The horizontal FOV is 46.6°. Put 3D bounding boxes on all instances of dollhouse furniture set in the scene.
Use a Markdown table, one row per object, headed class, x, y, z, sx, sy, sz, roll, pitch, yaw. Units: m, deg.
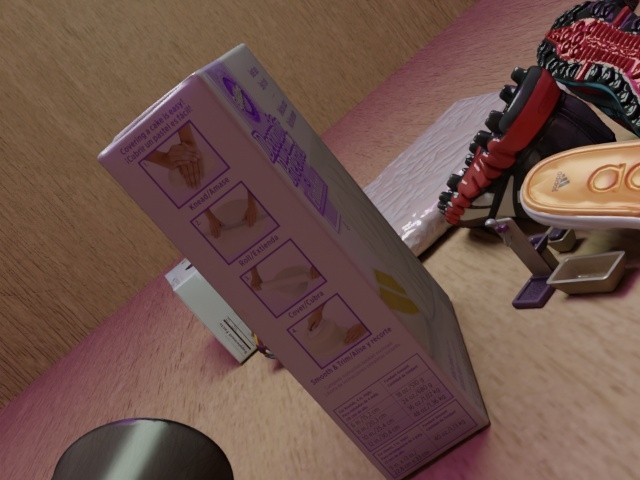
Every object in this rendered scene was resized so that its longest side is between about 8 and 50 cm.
| class | x | y | z | sx | sy | sz | roll | pitch | yaw |
| --- | --- | --- | --- | --- | --- | --- | --- | --- | --- |
| dollhouse furniture set | 0.198 | -0.005 | 0.617 | 0.091 | 0.081 | 0.114 | -47 | 14 | -23 |

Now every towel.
| class | x | y | z | sx | sy | sz | roll | pitch | yaw |
| --- | --- | --- | --- | --- | --- | --- | --- | --- | --- |
| towel | 0.163 | -0.091 | 1.056 | 0.332 | 0.053 | 0.317 | -44 | 14 | -7 |

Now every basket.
| class | x | y | z | sx | sy | sz | roll | pitch | yaw |
| --- | --- | --- | --- | --- | --- | --- | --- | --- | --- |
| basket | -0.187 | 0.288 | 0.610 | 0.204 | 0.154 | 0.227 | -36 | 17 | 25 |

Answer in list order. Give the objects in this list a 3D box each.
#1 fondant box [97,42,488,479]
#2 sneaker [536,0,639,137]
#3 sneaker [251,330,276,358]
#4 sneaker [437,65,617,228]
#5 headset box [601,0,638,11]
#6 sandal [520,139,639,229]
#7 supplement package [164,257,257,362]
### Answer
| class | x | y | z | sx | sy | sz | roll | pitch | yaw |
| --- | --- | --- | --- | --- | --- | --- | --- | --- | --- |
| fondant box | -0.008 | 0.002 | 0.624 | 0.096 | 0.330 | 0.238 | -38 | 14 | 14 |
| sneaker | 0.314 | -0.134 | 0.661 | 0.104 | 0.125 | 0.262 | -54 | 35 | 18 |
| sneaker | -0.036 | 0.119 | 0.934 | 0.185 | 0.070 | 0.083 | 31 | 104 | 65 |
| sneaker | 0.207 | -0.062 | 0.757 | 0.097 | 0.135 | 0.276 | -59 | -5 | -19 |
| headset box | 0.454 | -0.357 | 1.159 | 0.062 | 0.032 | 0.083 | -24 | 20 | 50 |
| sandal | 0.248 | -0.056 | 0.527 | 0.265 | 0.076 | 0.101 | -5 | 55 | 45 |
| supplement package | -0.113 | 0.052 | 1.156 | 0.203 | 0.149 | 0.194 | -42 | 13 | -10 |
